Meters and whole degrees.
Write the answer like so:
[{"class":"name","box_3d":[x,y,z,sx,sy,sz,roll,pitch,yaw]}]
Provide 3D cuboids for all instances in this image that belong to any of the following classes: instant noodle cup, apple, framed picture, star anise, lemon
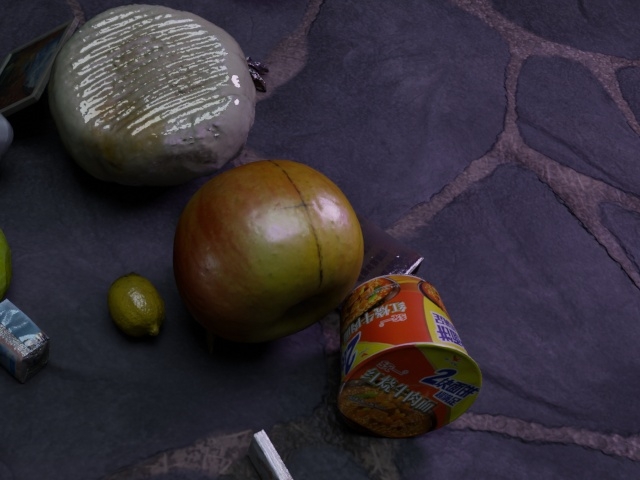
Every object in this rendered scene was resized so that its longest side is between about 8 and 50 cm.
[{"class":"instant noodle cup","box_3d":[0.117,0.164,1.228,0.213,0.213,0.174,4,39,-12]},{"class":"apple","box_3d":[-0.079,0.013,1.219,0.286,0.286,0.233,-15,63,-27]},{"class":"framed picture","box_3d":[-0.541,-0.299,1.491,0.184,0.016,0.250,-18,43,25]},{"class":"star anise","box_3d":[-0.171,-0.351,1.706,0.141,0.042,0.141,7,48,-8]},{"class":"lemon","box_3d":[-0.277,0.101,1.241,0.082,0.082,0.111,-18,63,-29]}]

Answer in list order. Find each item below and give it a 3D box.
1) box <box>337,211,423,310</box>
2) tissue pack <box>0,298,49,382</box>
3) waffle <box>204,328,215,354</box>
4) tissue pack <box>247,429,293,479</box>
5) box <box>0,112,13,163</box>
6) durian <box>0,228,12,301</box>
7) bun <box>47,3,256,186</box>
[{"class":"box","box_3d":[-0.001,0.000,1.434,0.325,0.047,0.180,35,49,15]},{"class":"tissue pack","box_3d":[-0.433,0.144,1.162,0.094,0.074,0.059,37,46,13]},{"class":"waffle","box_3d":[-0.146,0.091,1.328,0.125,0.032,0.191,-8,54,-27]},{"class":"tissue pack","box_3d":[-0.064,0.318,1.124,0.023,0.056,0.108,-18,57,-30]},{"class":"box","box_3d":[-0.657,-0.213,1.340,0.312,0.175,0.182,42,20,21]},{"class":"durian","box_3d":[-0.530,0.031,1.216,0.139,0.101,0.250,0,49,-16]},{"class":"bun","box_3d":[-0.289,-0.240,1.453,0.365,0.219,0.365,0,60,-1]}]
